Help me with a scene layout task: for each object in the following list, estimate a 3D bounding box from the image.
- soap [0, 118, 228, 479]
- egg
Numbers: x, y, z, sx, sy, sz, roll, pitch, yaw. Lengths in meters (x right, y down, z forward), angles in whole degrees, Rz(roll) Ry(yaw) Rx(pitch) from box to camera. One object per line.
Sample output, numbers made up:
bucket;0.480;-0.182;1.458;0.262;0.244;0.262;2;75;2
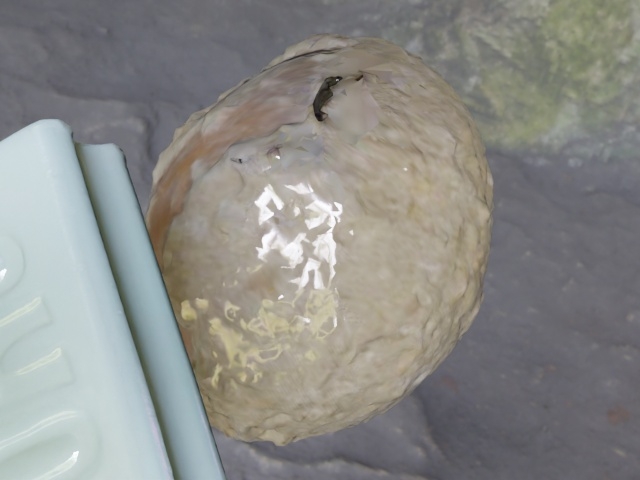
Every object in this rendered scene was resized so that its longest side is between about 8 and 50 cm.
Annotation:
soap;-0.124;0.059;0.453;0.066;0.119;0.198;29;37;-65
egg;0.000;0.000;0.737;0.279;0.279;0.310;30;70;23
